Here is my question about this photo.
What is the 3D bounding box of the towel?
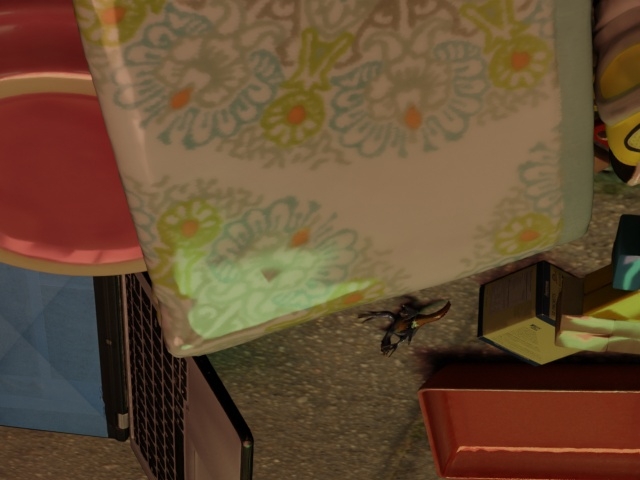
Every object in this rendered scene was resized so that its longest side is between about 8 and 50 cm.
[{"bbox_3d":[0.019,-0.100,1.089,0.321,0.090,0.374,-15,134,-5],"label":"towel"}]

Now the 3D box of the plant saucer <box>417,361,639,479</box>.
[{"bbox_3d":[0.245,0.193,1.802,0.259,0.047,0.258,-1,151,9],"label":"plant saucer"}]

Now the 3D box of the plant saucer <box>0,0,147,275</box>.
[{"bbox_3d":[-0.175,-0.073,1.209,0.332,0.084,0.332,0,147,0],"label":"plant saucer"}]

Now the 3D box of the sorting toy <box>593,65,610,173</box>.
[{"bbox_3d":[0.140,-0.082,1.303,0.132,0.046,0.274,24,149,-31],"label":"sorting toy"}]

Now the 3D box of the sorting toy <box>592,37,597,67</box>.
[{"bbox_3d":[0.370,-0.123,1.198,0.307,0.041,0.229,-20,143,39],"label":"sorting toy"}]

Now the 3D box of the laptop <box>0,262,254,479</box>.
[{"bbox_3d":[-0.260,0.175,1.608,0.236,0.408,0.382,-22,147,-19],"label":"laptop"}]

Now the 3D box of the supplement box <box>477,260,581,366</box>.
[{"bbox_3d":[0.205,0.070,1.567,0.083,0.056,0.083,26,146,-33],"label":"supplement box"}]

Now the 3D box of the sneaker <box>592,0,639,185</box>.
[{"bbox_3d":[0.348,-0.095,1.030,0.385,0.147,0.145,5,-176,41],"label":"sneaker"}]

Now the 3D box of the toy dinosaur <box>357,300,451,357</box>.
[{"bbox_3d":[0.084,0.091,1.649,0.090,0.047,0.082,-6,170,-1],"label":"toy dinosaur"}]

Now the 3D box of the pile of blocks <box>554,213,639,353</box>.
[{"bbox_3d":[0.320,-0.029,1.255,0.362,0.112,0.149,-23,130,32],"label":"pile of blocks"}]

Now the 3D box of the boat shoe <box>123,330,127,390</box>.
[{"bbox_3d":[-0.212,0.140,1.774,0.045,0.050,0.135,16,150,-9],"label":"boat shoe"}]
